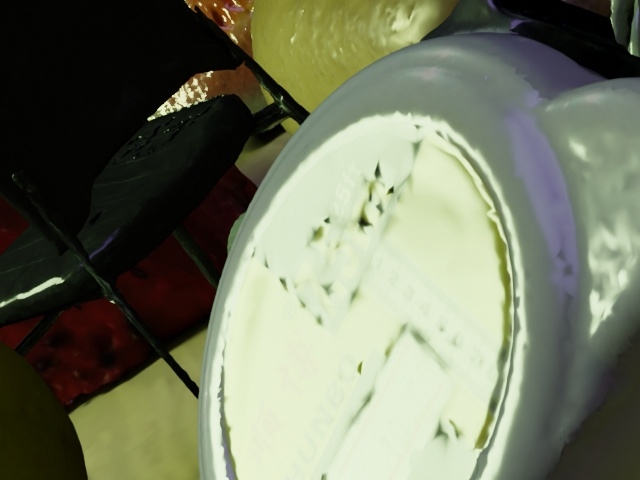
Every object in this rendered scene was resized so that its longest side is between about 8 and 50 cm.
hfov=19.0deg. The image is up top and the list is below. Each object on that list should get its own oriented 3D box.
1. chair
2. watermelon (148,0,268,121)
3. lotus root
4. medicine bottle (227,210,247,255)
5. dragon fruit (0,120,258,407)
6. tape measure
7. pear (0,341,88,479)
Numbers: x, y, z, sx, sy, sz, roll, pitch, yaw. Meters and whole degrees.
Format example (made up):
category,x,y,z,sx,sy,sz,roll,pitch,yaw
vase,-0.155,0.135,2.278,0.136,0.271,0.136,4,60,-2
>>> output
category,x,y,z,sx,sy,sz,roll,pitch,yaw
chair,-0.080,-0.011,0.734,0.145,0.221,0.140,-15,29,49
watermelon,-0.027,-0.147,1.125,0.245,0.119,0.063,-55,5,11
lotus root,0.058,-0.091,0.820,0.146,0.130,0.303,-14,12,-22
medicine bottle,0.000,0.000,0.842,0.083,0.047,0.047,-15,28,52
dragon fruit,-0.157,0.018,0.978,0.330,0.240,0.302,-4,2,24
tape measure,0.052,0.032,0.488,0.178,0.105,0.196,49,119,50
pear,-0.174,0.109,0.654,0.200,0.200,0.200,-33,18,12
